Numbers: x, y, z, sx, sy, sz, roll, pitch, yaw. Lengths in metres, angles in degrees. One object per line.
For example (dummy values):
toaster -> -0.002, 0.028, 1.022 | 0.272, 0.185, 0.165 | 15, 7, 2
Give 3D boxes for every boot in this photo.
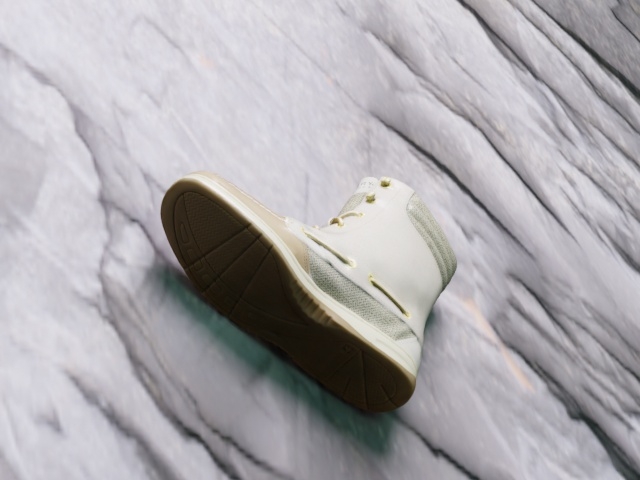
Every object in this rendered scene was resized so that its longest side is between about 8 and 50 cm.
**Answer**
boot -> 0.000, 0.000, 0.834 | 0.213, 0.077, 0.165 | 41, 41, -9
